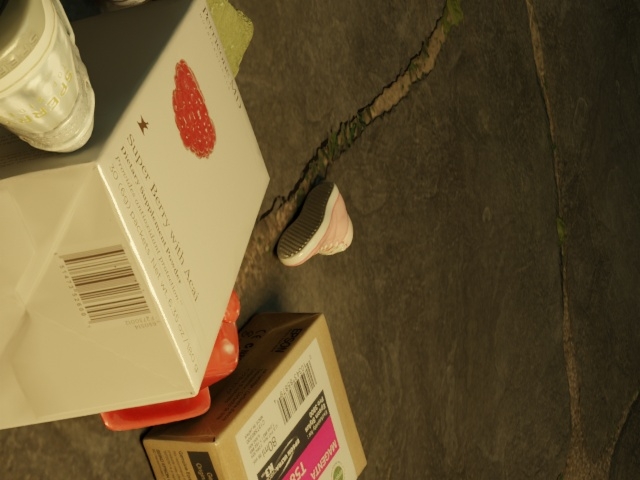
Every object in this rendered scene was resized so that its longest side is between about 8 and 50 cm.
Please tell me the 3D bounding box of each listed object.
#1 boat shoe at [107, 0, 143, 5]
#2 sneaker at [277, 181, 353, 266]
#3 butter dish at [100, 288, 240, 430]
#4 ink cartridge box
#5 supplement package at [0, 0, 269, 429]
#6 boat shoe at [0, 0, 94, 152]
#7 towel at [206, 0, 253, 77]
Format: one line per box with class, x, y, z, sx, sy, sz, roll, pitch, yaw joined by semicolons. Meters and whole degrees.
boat shoe;-0.173;-0.318;1.059;0.076;0.080;0.229;10;87;-62
sneaker;0.000;0.000;1.367;0.070;0.051;0.134;64;33;-28
butter dish;-0.121;0.067;1.058;0.160;0.118;0.160;2;69;-60
ink cartridge box;-0.056;0.208;1.223;0.235;0.088;0.193;-48;128;-51
supplement package;-0.162;-0.032;0.880;0.293;0.175;0.178;-77;152;-58
boat shoe;-0.233;-0.171;0.760;0.118;0.320;0.103;-40;143;-3
towel;-0.119;-0.163;1.155;0.148;0.027;0.110;-64;149;-8
